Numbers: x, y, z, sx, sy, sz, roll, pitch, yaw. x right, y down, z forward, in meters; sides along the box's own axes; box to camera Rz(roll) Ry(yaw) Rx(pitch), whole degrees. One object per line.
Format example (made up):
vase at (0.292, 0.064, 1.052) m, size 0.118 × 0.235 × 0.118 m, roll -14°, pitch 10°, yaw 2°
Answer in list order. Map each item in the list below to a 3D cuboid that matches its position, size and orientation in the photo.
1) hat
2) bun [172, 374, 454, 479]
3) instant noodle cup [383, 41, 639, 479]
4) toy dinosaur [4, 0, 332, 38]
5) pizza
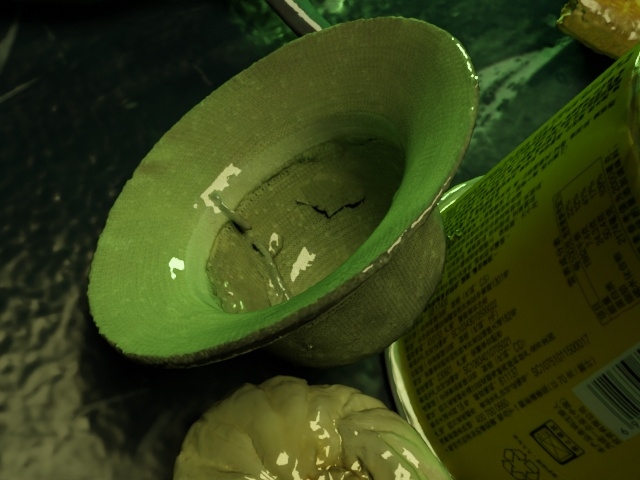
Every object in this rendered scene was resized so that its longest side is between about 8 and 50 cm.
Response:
hat at (0.000, 0.000, 0.518) m, size 0.130 × 0.257 × 0.257 m, roll 53°, pitch 48°, yaw -35°
bun at (0.006, 0.157, 0.461) m, size 0.164 × 0.111 × 0.188 m, roll -14°, pitch 70°, yaw -22°
instant noodle cup at (0.228, 0.028, 0.527) m, size 0.325 × 0.254 × 0.326 m, roll 8°, pitch 59°, yaw -14°
toy dinosaur at (-0.155, -0.184, 0.617) m, size 0.383 × 0.129 × 0.331 m, roll -28°, pitch 83°, yaw -29°
pizza at (0.270, -0.231, 0.801) m, size 0.154 × 0.069 × 0.194 m, roll 15°, pitch 52°, yaw -11°
